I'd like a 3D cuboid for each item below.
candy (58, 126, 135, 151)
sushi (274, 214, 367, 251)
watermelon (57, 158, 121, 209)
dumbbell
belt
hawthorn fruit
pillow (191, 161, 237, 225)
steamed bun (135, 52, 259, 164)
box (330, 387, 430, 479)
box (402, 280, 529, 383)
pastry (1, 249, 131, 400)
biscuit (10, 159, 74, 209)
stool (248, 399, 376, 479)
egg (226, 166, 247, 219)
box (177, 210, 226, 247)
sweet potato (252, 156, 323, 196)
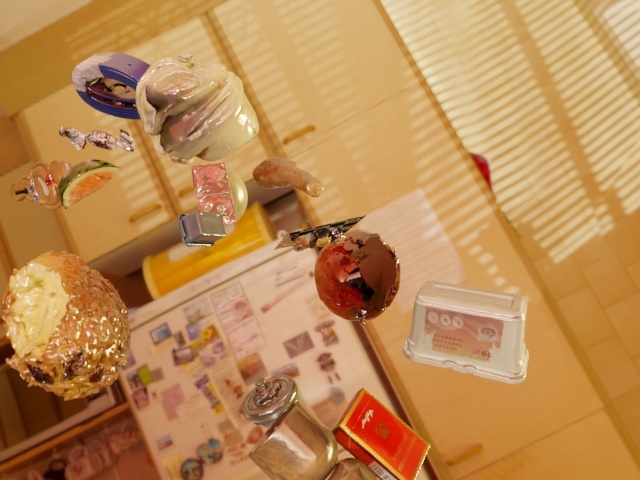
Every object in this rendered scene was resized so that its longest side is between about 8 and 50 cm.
[{"bbox_3d":[-0.669,-0.305,1.703,0.226,0.051,0.094,7,-29,5],"label":"candy"},{"bbox_3d":[0.000,0.000,1.436,0.210,0.040,0.193,-13,-10,-18],"label":"sushi"},{"bbox_3d":[-0.819,-0.206,1.970,0.245,0.063,0.119,-38,-38,0],"label":"watermelon"},{"bbox_3d":[-0.087,0.572,1.682,0.179,0.406,0.179,-25,19,9],"label":"dumbbell"},{"bbox_3d":[-0.728,-0.562,2.065,0.212,0.347,0.117,90,-159,-45],"label":"belt"},{"bbox_3d":[0.122,0.104,1.808,0.316,0.316,0.316,-25,-11,-5],"label":"hawthorn fruit"},{"bbox_3d":[-0.373,-0.159,1.984,0.126,0.232,0.043,-12,-5,-11],"label":"pillow"},{"bbox_3d":[-0.328,-0.323,1.412,0.320,0.275,0.206,-2,16,17],"label":"steamed bun"},{"bbox_3d":[0.158,0.525,1.493,0.153,0.240,0.074,-46,-6,-45],"label":"box"},{"bbox_3d":[0.378,0.221,1.459,0.312,0.182,0.175,8,22,21],"label":"box"},{"bbox_3d":[-0.671,0.237,1.531,0.292,0.405,0.337,-36,-31,1],"label":"pastry"},{"bbox_3d":[-1.056,-0.207,2.154,0.320,0.183,0.047,-3,5,20],"label":"biscuit"},{"bbox_3d":[-0.021,0.538,1.357,0.179,0.264,0.179,-46,-4,-4],"label":"stool"},{"bbox_3d":[-0.388,-0.183,2.272,0.186,0.253,0.186,-10,32,6],"label":"egg"},{"bbox_3d":[-0.254,-0.028,1.230,0.054,0.074,0.099,-23,-13,28],"label":"box"},{"bbox_3d":[-0.110,-0.204,1.758,0.109,0.109,0.385,-20,20,-28],"label":"sweet potato"}]
